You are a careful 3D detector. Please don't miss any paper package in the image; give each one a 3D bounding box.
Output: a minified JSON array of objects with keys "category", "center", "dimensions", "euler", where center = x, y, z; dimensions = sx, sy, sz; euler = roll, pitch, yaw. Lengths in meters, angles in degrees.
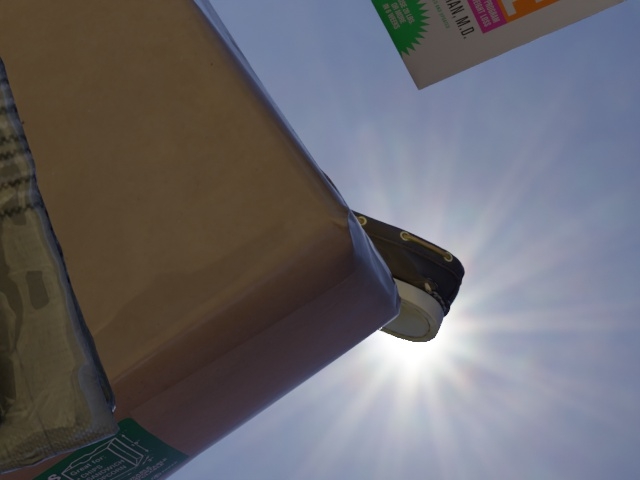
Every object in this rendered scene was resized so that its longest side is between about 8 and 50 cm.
[{"category":"paper package","center":[-0.164,-0.004,0.774],"dimensions":[0.325,0.168,0.309],"euler":[-34,-118,2]}]

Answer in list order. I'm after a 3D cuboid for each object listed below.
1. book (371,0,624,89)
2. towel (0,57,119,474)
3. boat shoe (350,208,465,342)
[{"category":"book","center":[0.095,-0.149,0.696],"dimensions":[0.144,0.096,0.035],"euler":[-24,-145,14]},{"category":"towel","center":[-0.250,-0.039,0.377],"dimensions":[0.056,0.324,0.312],"euler":[145,-75,-84]},{"category":"boat shoe","center":[0.000,0.000,1.059],"dimensions":[0.068,0.228,0.081],"euler":[-58,171,-31]}]
